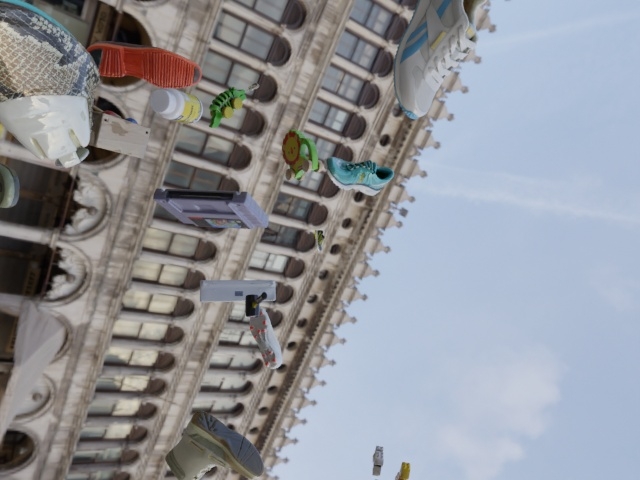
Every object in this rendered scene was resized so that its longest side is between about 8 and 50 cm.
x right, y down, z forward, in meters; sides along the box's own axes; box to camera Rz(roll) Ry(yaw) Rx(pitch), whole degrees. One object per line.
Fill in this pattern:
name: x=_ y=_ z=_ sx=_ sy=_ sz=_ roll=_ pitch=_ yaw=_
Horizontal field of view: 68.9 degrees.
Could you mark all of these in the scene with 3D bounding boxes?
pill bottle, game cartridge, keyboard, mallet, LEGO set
pill bottle: x=-0.307 y=-0.287 z=0.993 sx=0.065 sy=0.116 sz=0.065 roll=2 pitch=-83 yaw=17
game cartridge: x=-0.387 y=-0.110 z=1.683 sx=0.356 sy=0.230 sz=0.068 roll=3 pitch=-114 yaw=16
keyboard: x=-0.278 y=0.171 z=1.585 sx=0.014 sy=0.256 sz=0.072 roll=171 pitch=-80 yaw=-70
mallet: x=-0.162 y=0.149 z=1.200 sx=0.189 sy=0.039 sz=0.062 roll=127 pitch=-39 yaw=-60
LEGO set: x=0.166 y=0.563 z=1.071 sx=0.227 sy=0.087 sz=0.093 roll=-74 pitch=174 yaw=-66

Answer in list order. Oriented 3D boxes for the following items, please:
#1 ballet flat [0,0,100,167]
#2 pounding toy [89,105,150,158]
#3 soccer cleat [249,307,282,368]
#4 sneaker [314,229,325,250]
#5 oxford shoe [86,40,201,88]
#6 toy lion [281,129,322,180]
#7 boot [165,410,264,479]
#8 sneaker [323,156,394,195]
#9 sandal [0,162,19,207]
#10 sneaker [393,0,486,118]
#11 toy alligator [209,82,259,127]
ballet flat: x=-0.427 y=-0.209 z=0.745 sx=0.483 sy=0.164 sz=0.181 roll=-167 pitch=-115 yaw=-68
pounding toy: x=-0.470 y=-0.253 z=1.023 sx=0.141 sy=0.130 sz=0.100 roll=20 pitch=-83 yaw=37
soccer cleat: x=-0.170 y=0.304 z=1.460 sx=0.068 sy=0.076 sz=0.196 roll=-23 pitch=-104 yaw=11
sneaker: x=0.000 y=0.000 z=1.681 sx=0.031 sy=0.035 sz=0.083 roll=-80 pitch=163 yaw=-63
oxford shoe: x=-0.440 y=-0.457 z=1.180 sx=0.098 sy=0.272 sz=0.096 roll=-111 pitch=-146 yaw=-48
toy lion: x=-0.041 y=-0.166 z=0.886 sx=0.100 sy=0.034 sz=0.095 roll=-13 pitch=-96 yaw=55
boot: x=-0.256 y=0.533 z=1.121 sx=0.165 sy=0.213 sz=0.077 roll=-55 pitch=176 yaw=14
sneaker: x=0.122 y=-0.223 z=1.482 sx=0.110 sy=0.276 sz=0.106 roll=-32 pitch=-116 yaw=41
sandal: x=-0.796 y=-0.143 z=1.041 sx=0.303 sy=0.086 sz=0.120 roll=12 pitch=-72 yaw=25
sneaker: x=0.183 y=-0.299 z=0.718 sx=0.092 sy=0.088 sz=0.228 roll=19 pitch=-89 yaw=39
toy alligator: x=-0.222 y=-0.352 z=1.153 sx=0.056 sy=0.051 sz=0.189 roll=12 pitch=-125 yaw=39
